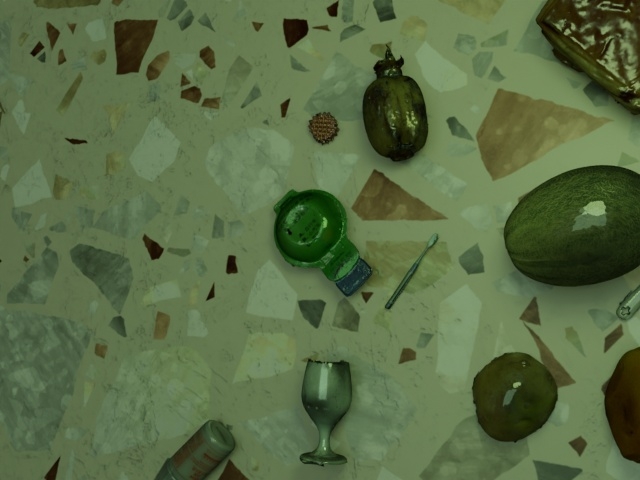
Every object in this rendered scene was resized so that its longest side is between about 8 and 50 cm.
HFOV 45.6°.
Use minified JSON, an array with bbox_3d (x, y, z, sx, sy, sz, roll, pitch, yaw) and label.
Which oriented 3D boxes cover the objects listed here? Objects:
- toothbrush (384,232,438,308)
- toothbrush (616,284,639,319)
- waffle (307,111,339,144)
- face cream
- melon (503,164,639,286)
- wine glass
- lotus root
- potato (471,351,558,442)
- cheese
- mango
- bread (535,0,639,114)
[{"bbox_3d":[0.220,0.075,1.839,0.016,0.019,0.219,36,97,23],"label":"toothbrush"},{"bbox_3d":[0.782,0.009,1.623,0.042,0.040,0.418,43,99,18],"label":"toothbrush"},{"bbox_3d":[0.009,-0.290,1.962,0.075,0.029,0.083,-36,75,16],"label":"waffle"},{"bbox_3d":[-0.334,0.575,1.939,0.251,0.101,0.101,-46,70,9],"label":"face cream"},{"bbox_3d":[0.553,-0.027,1.609,0.329,0.248,0.248,-20,76,20],"label":"melon"},{"bbox_3d":[0.013,0.406,1.818,0.126,0.126,0.241,3,86,21],"label":"wine glass"},{"bbox_3d":[0.176,-0.328,1.846,0.154,0.154,0.278,-13,79,19],"label":"lotus root"},{"bbox_3d":[0.419,0.348,1.678,0.202,0.117,0.182,-44,73,9],"label":"potato"},{"bbox_3d":[0.000,0.000,1.898,0.204,0.083,0.320,-45,68,8],"label":"cheese"},{"bbox_3d":[0.687,0.329,1.562,0.136,0.166,0.236,2,55,-20],"label":"mango"},{"bbox_3d":[0.662,-0.463,1.665,0.324,0.167,0.277,41,98,11],"label":"bread"}]
